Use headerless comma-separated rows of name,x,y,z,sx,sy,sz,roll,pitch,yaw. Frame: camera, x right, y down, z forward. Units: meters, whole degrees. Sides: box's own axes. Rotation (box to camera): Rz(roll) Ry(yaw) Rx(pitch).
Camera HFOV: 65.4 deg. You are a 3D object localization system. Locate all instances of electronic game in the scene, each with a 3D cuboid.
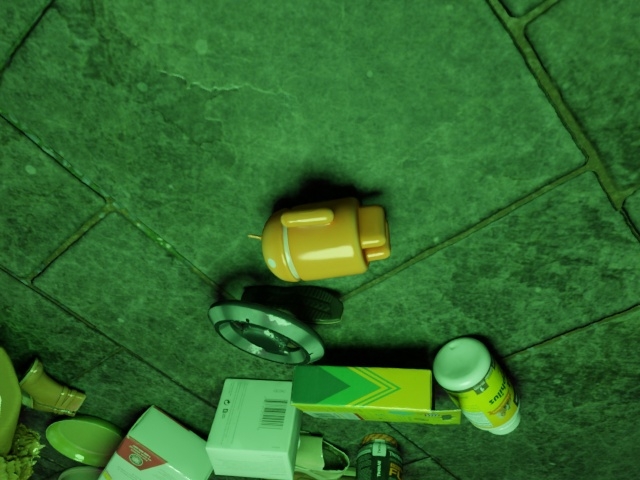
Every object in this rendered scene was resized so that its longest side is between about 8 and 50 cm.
electronic game,-0.101,0.173,0.929,0.230,0.048,0.229,14,149,9

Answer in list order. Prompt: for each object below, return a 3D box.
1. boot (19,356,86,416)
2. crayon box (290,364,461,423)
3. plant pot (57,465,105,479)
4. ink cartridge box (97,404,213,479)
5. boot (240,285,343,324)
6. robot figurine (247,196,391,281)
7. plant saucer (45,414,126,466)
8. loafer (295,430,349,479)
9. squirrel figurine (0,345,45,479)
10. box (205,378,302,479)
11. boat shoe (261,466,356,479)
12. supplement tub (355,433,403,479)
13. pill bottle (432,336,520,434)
boot,-0.653,0.363,1.223,0.153,0.072,0.197,26,133,-16
crayon box,0.120,0.316,1.012,0.319,0.081,0.202,-1,154,13
plant pot,-0.704,0.913,1.511,0.334,0.305,0.333,4,129,5
ink cartridge box,-0.435,0.611,1.283,0.226,0.131,0.306,36,115,-2
boot,-0.047,0.159,0.983,0.198,0.076,0.137,8,135,18
robot figurine,0.001,0.001,0.808,0.220,0.158,0.128,-8,98,13
plant saucer,-0.634,0.554,1.388,0.241,0.037,0.240,4,128,5
loafer,-0.035,0.530,1.256,0.269,0.101,0.092,31,125,-28
squirrel figurine,-0.819,0.421,1.114,0.371,0.281,0.396,-8,110,47
box,-0.141,0.422,1.125,0.182,0.181,0.119,1,128,7
boat shoe,-0.026,0.685,1.367,0.308,0.104,0.110,-9,128,15
supplement tub,0.142,0.577,1.205,0.117,0.190,0.116,4,129,4
pill bottle,0.325,0.302,1.009,0.117,0.117,0.215,-25,121,25
